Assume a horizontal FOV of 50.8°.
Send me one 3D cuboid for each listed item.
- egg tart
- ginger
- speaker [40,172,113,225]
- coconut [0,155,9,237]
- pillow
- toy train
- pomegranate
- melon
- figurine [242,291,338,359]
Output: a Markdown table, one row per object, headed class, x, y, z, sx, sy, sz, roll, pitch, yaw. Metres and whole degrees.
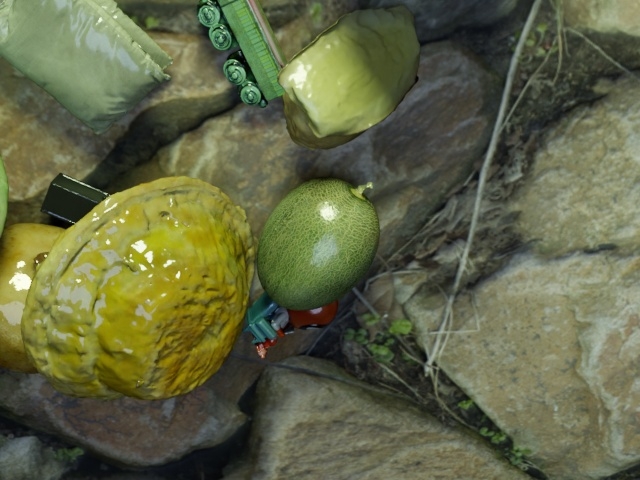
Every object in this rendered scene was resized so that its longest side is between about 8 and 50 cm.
| class | x | y | z | sx | sy | sz | roll | pitch | yaw |
| --- | --- | --- | --- | --- | --- | --- | --- | --- | --- |
| egg tart | -0.177 | 0.080 | 0.782 | 0.128 | 0.319 | 0.319 | 35 | 119 | 31 |
| ginger | 0.035 | -0.181 | 0.771 | 0.193 | 0.122 | 0.115 | -39 | 95 | -19 |
| speaker | -0.251 | -0.024 | 0.857 | 0.191 | 0.040 | 0.046 | 24 | 112 | -12 |
| coconut | -0.488 | -0.054 | 0.696 | 0.328 | 0.328 | 0.281 | 9 | 73 | -6 |
| pillow | -0.266 | -0.213 | 0.744 | 0.134 | 0.078 | 0.181 | -38 | 114 | 19 |
| toy train | -0.085 | -0.222 | 0.765 | 0.071 | 0.038 | 0.148 | -22 | 116 | 10 |
| pomegranate | -0.350 | 0.066 | 0.824 | 0.196 | 0.196 | 0.196 | -1 | 116 | -1 |
| melon | 0.000 | 0.000 | 0.821 | 0.139 | 0.139 | 0.192 | 32 | 112 | -16 |
| figurine | -0.038 | 0.095 | 0.910 | 0.140 | 0.068 | 0.075 | -29 | 110 | 6 |
